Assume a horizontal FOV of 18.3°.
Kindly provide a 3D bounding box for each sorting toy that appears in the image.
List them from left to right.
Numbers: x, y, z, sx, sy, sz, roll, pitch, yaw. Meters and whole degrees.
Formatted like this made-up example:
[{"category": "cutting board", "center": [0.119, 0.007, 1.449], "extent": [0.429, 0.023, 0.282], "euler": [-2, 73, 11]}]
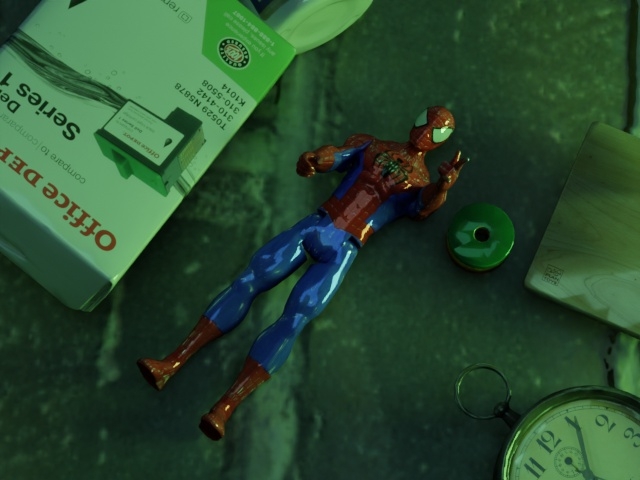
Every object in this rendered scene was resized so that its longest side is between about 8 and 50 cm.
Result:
[{"category": "sorting toy", "center": [0.232, 0.008, 1.387], "extent": [0.274, 0.046, 0.132], "euler": [23, 75, 5]}]

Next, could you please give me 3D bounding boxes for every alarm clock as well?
[{"category": "alarm clock", "center": [0.166, 0.153, 1.335], "extent": [0.192, 0.064, 0.129], "euler": [43, 78, 7]}]

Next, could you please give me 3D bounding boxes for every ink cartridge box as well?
[{"category": "ink cartridge box", "center": [-0.147, -0.086, 1.346], "extent": [0.160, 0.092, 0.219], "euler": [39, 67, -6]}]

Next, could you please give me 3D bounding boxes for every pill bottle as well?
[{"category": "pill bottle", "center": [-0.040, -0.224, 1.418], "extent": [0.094, 0.094, 0.169], "euler": [-28, 77, -9]}]

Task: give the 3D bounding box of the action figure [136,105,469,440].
[{"category": "action figure", "center": [0.000, 0.000, 1.340], "extent": [0.091, 0.139, 0.280], "euler": [41, 75, 8]}]
